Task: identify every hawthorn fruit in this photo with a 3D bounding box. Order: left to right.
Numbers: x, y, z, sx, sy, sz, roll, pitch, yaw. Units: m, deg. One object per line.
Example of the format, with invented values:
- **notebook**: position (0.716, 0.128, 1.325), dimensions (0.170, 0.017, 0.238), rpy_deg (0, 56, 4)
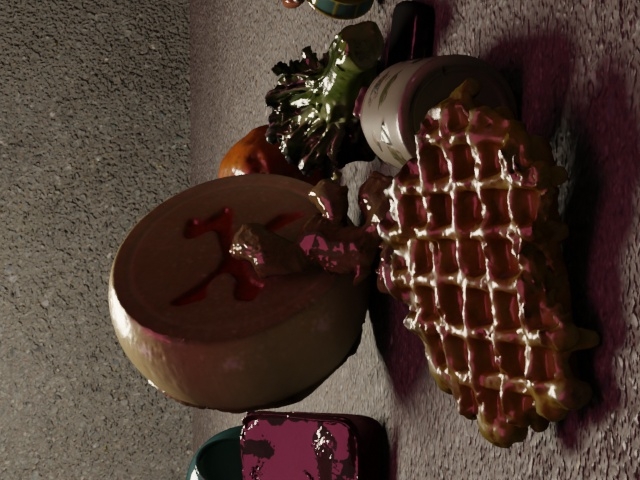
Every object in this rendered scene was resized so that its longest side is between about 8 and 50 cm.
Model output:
- **hawthorn fruit**: position (-0.039, -0.074, 2.276), dimensions (0.285, 0.165, 0.165), rpy_deg (22, 111, 60)

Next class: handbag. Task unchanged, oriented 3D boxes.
- **handbag**: position (-0.009, 0.321, 1.990), dimensions (0.203, 0.074, 0.216), rpy_deg (-4, 86, 43)

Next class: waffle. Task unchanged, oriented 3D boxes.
- **waffle**: position (0.144, 0.023, 1.364), dimensions (0.281, 0.058, 0.301), rpy_deg (-49, 56, 58)

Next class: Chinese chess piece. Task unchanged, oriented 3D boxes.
- **Chinese chess piece**: position (-0.102, 0.062, 2.032), dimensions (0.338, 0.338, 0.140), rpy_deg (-101, -1, -47)

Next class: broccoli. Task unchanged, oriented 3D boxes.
- **broccoli**: position (0.020, -0.189, 1.911), dimensions (0.304, 0.145, 0.165), rpy_deg (129, 141, -73)

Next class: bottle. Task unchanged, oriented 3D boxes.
- **bottle**: position (0.105, -0.124, 1.579), dimensions (0.253, 0.120, 0.120), rpy_deg (-151, 64, -79)

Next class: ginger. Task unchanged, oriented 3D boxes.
- **ginger**: position (0.006, -0.014, 1.913), dimensions (0.258, 0.065, 0.149), rpy_deg (3, 68, 36)

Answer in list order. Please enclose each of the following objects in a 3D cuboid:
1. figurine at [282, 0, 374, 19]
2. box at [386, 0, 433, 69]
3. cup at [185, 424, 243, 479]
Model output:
- **figurine**: position (0.025, -0.405, 1.958), dimensions (0.158, 0.161, 0.275), rpy_deg (43, 151, 16)
- **box**: position (0.103, -0.213, 1.832), dimensions (0.126, 0.027, 0.125), rpy_deg (-134, 49, -76)
- **cup**: position (-0.119, 0.401, 2.191), dimensions (0.219, 0.289, 0.258), rpy_deg (52, 142, 46)
